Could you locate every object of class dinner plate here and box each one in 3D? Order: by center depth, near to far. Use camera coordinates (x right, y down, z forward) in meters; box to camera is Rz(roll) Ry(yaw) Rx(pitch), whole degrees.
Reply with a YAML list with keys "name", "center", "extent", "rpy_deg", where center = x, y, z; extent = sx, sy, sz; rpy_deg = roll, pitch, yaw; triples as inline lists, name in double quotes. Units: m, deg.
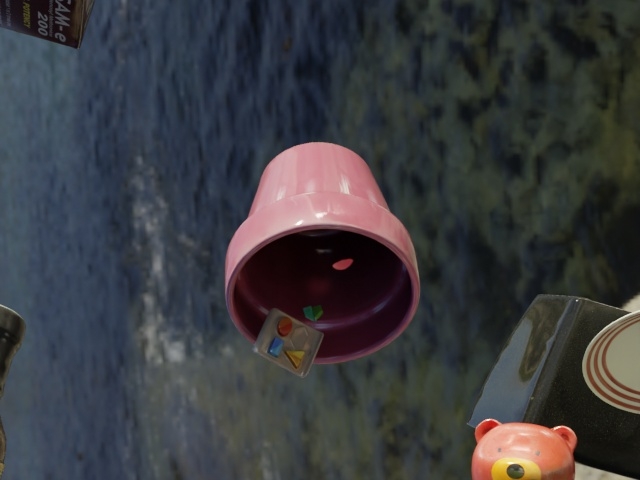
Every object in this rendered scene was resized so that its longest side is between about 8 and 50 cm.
- name: "dinner plate"
  center: [0.283, 0.094, 0.987]
  extent: [0.017, 0.141, 0.141]
  rpy_deg: [-84, 7, -46]

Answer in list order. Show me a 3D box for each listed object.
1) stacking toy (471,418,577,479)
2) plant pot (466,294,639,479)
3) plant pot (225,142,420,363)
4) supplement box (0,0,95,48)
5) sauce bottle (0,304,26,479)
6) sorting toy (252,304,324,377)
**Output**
- name: "stacking toy"
  center: [0.270, 0.224, 1.014]
  extent: [0.279, 0.309, 0.130]
  rpy_deg: [76, -159, -79]
- name: "plant pot"
  center: [0.287, 0.153, 1.308]
  extent: [0.187, 0.188, 0.167]
  rpy_deg: [168, 117, -80]
- name: "plant pot"
  center: [0.000, 0.000, 1.292]
  extent: [0.180, 0.201, 0.201]
  rpy_deg: [-92, 12, -48]
- name: "supplement box"
  center: [-0.234, -0.210, 0.692]
  extent: [0.073, 0.240, 0.130]
  rpy_deg: [124, 161, -68]
- name: "sauce bottle"
  center: [-0.330, 0.214, 1.028]
  extent: [0.111, 0.111, 0.344]
  rpy_deg: [126, 159, -60]
- name: "sorting toy"
  center: [-0.027, 0.092, 1.244]
  extent: [0.083, 0.062, 0.012]
  rpy_deg: [-67, 6, -34]
